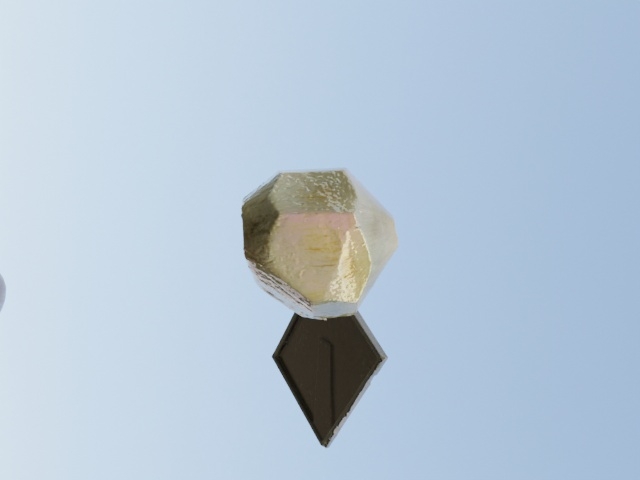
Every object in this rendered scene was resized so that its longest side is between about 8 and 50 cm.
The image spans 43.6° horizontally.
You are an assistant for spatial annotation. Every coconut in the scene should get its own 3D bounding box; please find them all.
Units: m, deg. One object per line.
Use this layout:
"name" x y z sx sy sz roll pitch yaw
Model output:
"coconut" 0.000 0.000 1.184 0.197 0.236 0.237 -91 -167 -78

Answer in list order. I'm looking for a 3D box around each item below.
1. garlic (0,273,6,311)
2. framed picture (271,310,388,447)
"garlic" -0.472 0.026 0.903 0.207 0.207 0.257 43 -56 41
"framed picture" 0.006 0.204 1.403 0.213 0.016 0.289 57 -39 30
